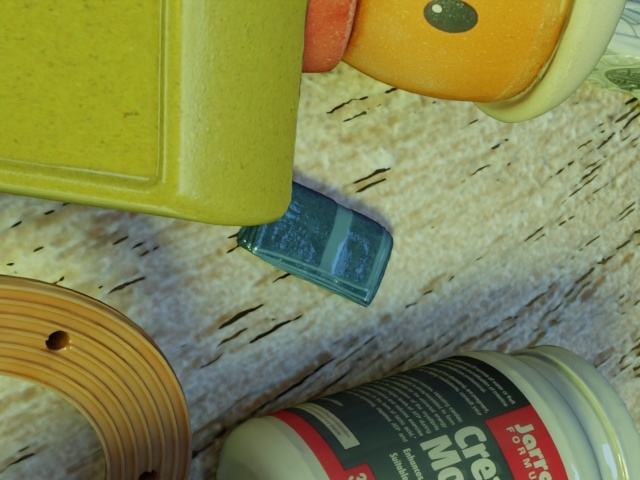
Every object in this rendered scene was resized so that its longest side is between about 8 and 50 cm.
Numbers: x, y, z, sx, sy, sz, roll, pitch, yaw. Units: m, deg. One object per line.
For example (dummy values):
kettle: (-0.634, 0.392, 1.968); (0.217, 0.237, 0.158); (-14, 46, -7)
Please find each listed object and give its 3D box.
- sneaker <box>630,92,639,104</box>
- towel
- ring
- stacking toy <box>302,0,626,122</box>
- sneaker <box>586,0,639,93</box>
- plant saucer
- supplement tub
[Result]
sneaker: (0.312, -0.213, 0.861); (0.105, 0.115, 0.281); (-34, 107, -21)
towel: (0.000, 0.000, 0.765); (0.119, 0.029, 0.067); (25, 81, -26)
ring: (-0.235, 0.160, 0.587); (0.337, 0.032, 0.336); (-17, 128, -23)
stacking toy: (-0.082, -0.221, 0.604); (0.480, 0.350, 0.350); (-9, 97, -8)
sneaker: (0.225, -0.187, 0.813); (0.232, 0.090, 0.115); (5, 81, -8)
plant saucer: (-0.171, -0.149, 0.482); (0.333, 0.081, 0.332); (8, 123, 2)
supplement tub: (0.078, 0.189, 0.725); (0.272, 0.191, 0.191); (-14, 99, -25)
